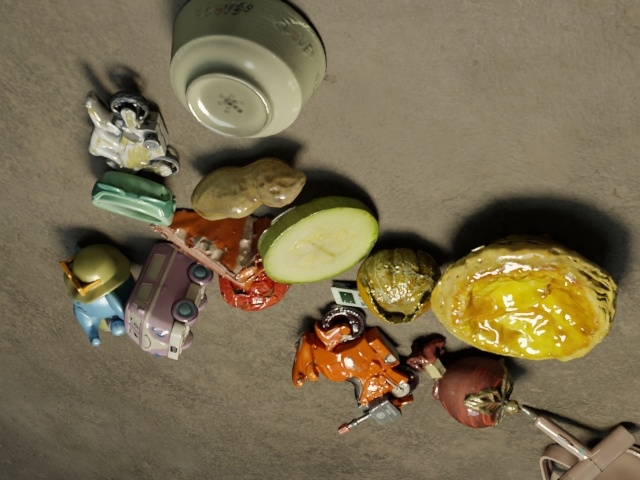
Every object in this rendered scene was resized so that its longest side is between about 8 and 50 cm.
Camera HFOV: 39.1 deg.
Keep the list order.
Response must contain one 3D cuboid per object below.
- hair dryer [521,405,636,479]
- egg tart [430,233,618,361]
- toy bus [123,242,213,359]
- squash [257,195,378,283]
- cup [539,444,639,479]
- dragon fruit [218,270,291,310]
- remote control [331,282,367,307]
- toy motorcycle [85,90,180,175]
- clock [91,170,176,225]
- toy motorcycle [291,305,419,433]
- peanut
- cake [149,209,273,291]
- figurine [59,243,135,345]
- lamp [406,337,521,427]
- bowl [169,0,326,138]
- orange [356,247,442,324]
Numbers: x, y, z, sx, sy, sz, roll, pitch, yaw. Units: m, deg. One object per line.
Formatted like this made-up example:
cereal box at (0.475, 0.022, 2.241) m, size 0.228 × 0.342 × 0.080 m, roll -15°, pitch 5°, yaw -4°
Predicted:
hair dryer at (0.566, 0.431, 2.037) m, size 0.220 × 0.195 × 0.053 m, roll 49°, pitch -177°, yaw 11°
egg tart at (0.358, 0.088, 1.580) m, size 0.341 × 0.132 × 0.341 m, roll 10°, pitch 143°, yaw 7°
toy bus at (-0.304, 0.122, 1.800) m, size 0.142 × 0.202 × 0.142 m, roll 19°, pitch 145°, yaw -3°
squash at (0.001, 0.004, 1.591) m, size 0.219 × 0.041 × 0.219 m, roll -12°, pitch 146°, yaw -9°
cup at (0.679, 0.605, 2.158) m, size 0.208 × 0.288 × 0.273 m, roll -21°, pitch 144°, yaw -12°
dragon fruit at (-0.150, 0.087, 1.807) m, size 0.162 × 0.083 × 0.106 m, roll 1°, pitch 140°, yaw 22°
remote control at (0.107, 0.111, 1.790) m, size 0.166 × 0.029 × 0.065 m, roll 6°, pitch 145°, yaw 20°
toy motorcycle at (-0.327, -0.173, 1.513) m, size 0.151 × 0.074 × 0.228 m, roll -1°, pitch 152°, yaw 12°
clock at (-0.328, -0.076, 1.596) m, size 0.148 × 0.060 × 0.188 m, roll 17°, pitch 172°, yaw -10°
toy motorcycle at (0.062, 0.280, 1.949) m, size 0.221 × 0.148 × 0.325 m, roll -31°, pitch 122°, yaw 18°
peanut at (-0.120, -0.087, 1.532) m, size 0.228 × 0.104 × 0.085 m, roll -13°, pitch 131°, yaw 30°
cake at (-0.204, 0.013, 1.702) m, size 0.287 × 0.135 × 0.098 m, roll 8°, pitch 160°, yaw 24°
figurine at (-0.441, 0.119, 1.878) m, size 0.154 × 0.180 × 0.262 m, roll -15°, pitch 131°, yaw 6°
lamp at (0.302, 0.308, 1.889) m, size 0.223 × 0.151 × 0.215 m, roll -3°, pitch 137°, yaw 26°
bowl at (-0.119, -0.236, 1.309) m, size 0.238 × 0.126 × 0.237 m, roll 10°, pitch 144°, yaw 8°
orange at (0.145, 0.082, 1.649) m, size 0.157 × 0.134 × 0.156 m, roll -2°, pitch 155°, yaw -1°
